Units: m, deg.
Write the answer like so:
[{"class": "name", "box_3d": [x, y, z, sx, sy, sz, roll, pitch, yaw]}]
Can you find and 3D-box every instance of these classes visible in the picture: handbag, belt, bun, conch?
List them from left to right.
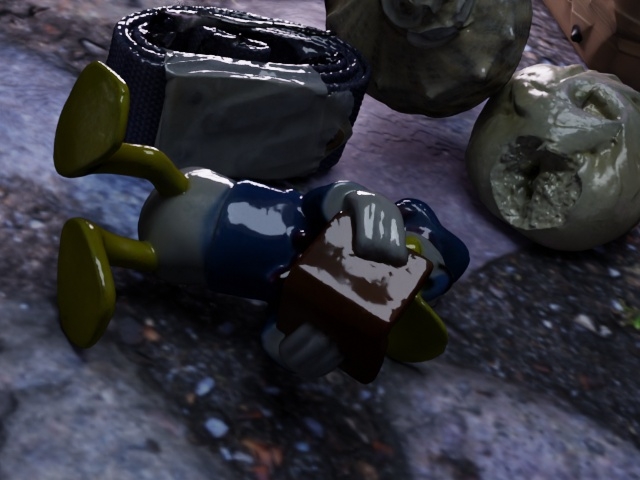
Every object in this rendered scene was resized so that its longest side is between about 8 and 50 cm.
[{"class": "belt", "box_3d": [-0.072, -0.136, 1.486, 0.230, 0.126, 0.140, 4, 36, -22]}, {"class": "conch", "box_3d": [0.085, -0.193, 1.585, 0.210, 0.291, 0.159, 28, 76, 9]}, {"class": "bun", "box_3d": [0.224, -0.085, 1.557, 0.178, 0.128, 0.193, 29, 38, 11]}, {"class": "handbag", "box_3d": [0.383, -0.288, 1.889, 0.283, 0.149, 0.302, 0, 37, -21]}]

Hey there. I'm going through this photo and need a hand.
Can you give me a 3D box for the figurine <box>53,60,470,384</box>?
[{"class": "figurine", "box_3d": [0.000, 0.000, 1.292, 0.338, 0.205, 0.283, 4, 10, -40]}]
